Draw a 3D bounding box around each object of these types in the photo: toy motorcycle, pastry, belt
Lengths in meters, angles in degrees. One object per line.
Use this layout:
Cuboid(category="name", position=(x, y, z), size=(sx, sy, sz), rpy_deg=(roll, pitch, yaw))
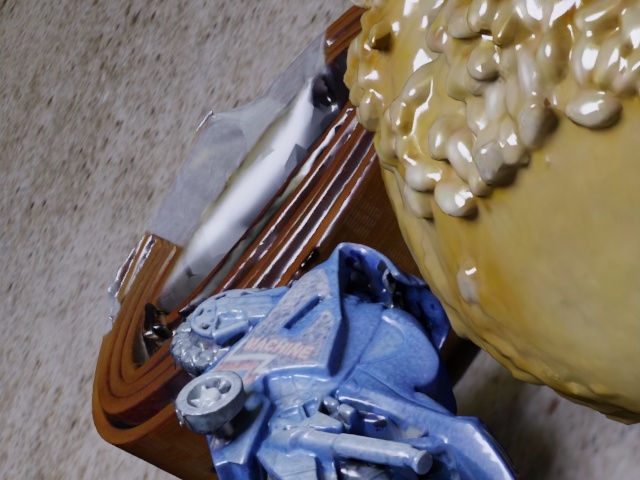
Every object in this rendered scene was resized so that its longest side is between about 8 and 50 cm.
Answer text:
Cuboid(category="toy motorcycle", position=(0.007, 0.062, 0.735), size=(0.114, 0.076, 0.205), rpy_deg=(-22, 30, -3))
Cuboid(category="pastry", position=(0.127, -0.082, 0.687), size=(0.284, 0.184, 0.316), rpy_deg=(-59, 26, -1))
Cuboid(category="belt", position=(0.000, 0.000, 0.913), size=(0.261, 0.105, 0.184), rpy_deg=(-52, 24, 12))
